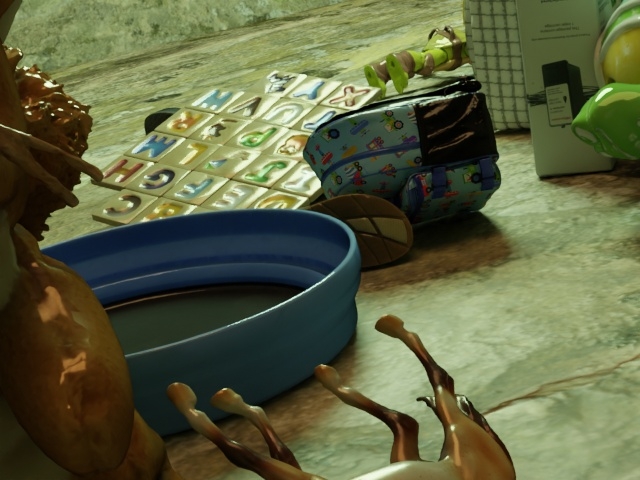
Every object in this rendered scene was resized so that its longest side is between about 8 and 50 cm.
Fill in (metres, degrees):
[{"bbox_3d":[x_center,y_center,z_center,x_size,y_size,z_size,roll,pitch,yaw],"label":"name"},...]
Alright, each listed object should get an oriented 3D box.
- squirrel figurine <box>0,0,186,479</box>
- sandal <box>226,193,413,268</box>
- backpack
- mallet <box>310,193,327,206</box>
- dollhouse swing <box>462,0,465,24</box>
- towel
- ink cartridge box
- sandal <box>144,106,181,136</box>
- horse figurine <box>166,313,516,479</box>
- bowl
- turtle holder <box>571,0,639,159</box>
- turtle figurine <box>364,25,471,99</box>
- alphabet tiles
[{"bbox_3d":[-0.238,0.008,0.814,0.281,0.370,0.397,-14,28,-12],"label":"squirrel figurine"},{"bbox_3d":[0.000,0.000,1.359,0.180,0.072,0.049,-12,-6,13],"label":"sandal"},{"bbox_3d":[0.075,-0.077,1.396,0.173,0.117,0.158,-11,-11,-12],"label":"backpack"},{"bbox_3d":[0.052,-0.068,1.607,0.062,0.039,0.190,8,30,45],"label":"mallet"},{"bbox_3d":[0.398,-0.478,2.160,0.347,0.305,0.315,3,18,4],"label":"dollhouse swing"},{"bbox_3d":[0.293,-0.279,1.704,0.235,0.283,0.121,1,19,36],"label":"towel"},{"bbox_3d":[0.275,-0.188,1.542,0.087,0.208,0.153,-2,19,20],"label":"ink cartridge box"},{"bbox_3d":[-0.116,-0.112,1.778,0.254,0.097,0.054,13,28,34],"label":"sandal"},{"bbox_3d":[0.032,0.131,0.771,0.263,0.066,0.174,-12,54,-48],"label":"horse figurine"},{"bbox_3d":[-0.155,0.068,1.189,0.391,0.077,0.391,-10,16,3],"label":"bowl"},{"bbox_3d":[0.388,-0.161,1.387,0.227,0.243,0.320,-7,49,44],"label":"turtle holder"},{"bbox_3d":[0.189,-0.275,2.122,0.217,0.087,0.269,-20,18,-28],"label":"turtle figurine"},{"bbox_3d":[-0.091,-0.103,1.650,0.285,0.011,0.342,15,43,35],"label":"alphabet tiles"}]
